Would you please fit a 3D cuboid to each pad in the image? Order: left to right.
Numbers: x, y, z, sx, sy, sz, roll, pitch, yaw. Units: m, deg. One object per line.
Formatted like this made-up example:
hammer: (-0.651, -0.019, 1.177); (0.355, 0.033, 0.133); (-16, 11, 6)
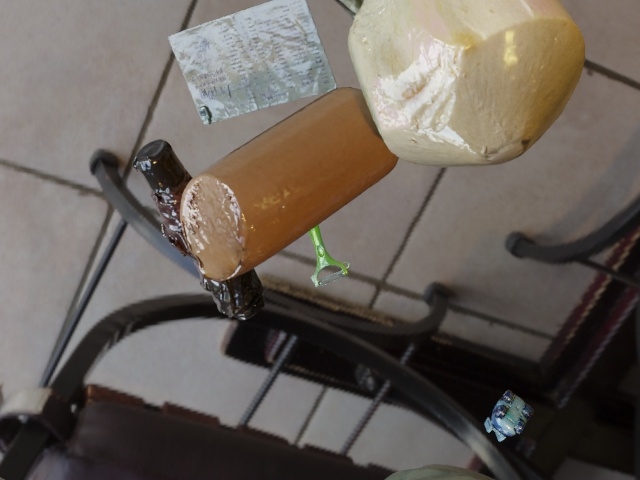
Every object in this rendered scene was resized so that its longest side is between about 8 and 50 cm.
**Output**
pad: (-0.112, -0.282, 1.524); (0.265, 0.009, 0.159); (-11, 111, 30)

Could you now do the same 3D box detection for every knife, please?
knife: (-0.001, 0.000, 1.799); (0.078, 0.166, 0.022); (-22, 162, 11)

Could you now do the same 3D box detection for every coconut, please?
coconut: (0.146, -0.177, 0.967); (0.241, 0.241, 0.241); (-5, 119, -9)

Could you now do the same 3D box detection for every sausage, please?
sausage: (-0.037, -0.065, 1.056); (0.253, 0.123, 0.123); (-37, 127, -33)

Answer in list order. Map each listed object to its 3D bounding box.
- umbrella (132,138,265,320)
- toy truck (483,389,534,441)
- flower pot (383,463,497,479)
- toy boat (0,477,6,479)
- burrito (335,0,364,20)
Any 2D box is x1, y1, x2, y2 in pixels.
umbrella: (-0.169, -0.008, 1.346); (0.094, 0.090, 0.326); (-8, 132, 25)
toy truck: (0.298, 0.294, 1.574); (0.056, 0.073, 0.090); (40, 137, 3)
flower pot: (0.089, 0.258, 0.700); (0.235, 0.140, 0.235); (16, 134, 18)
toy boat: (-0.388, 0.259, 0.947); (0.293, 0.276, 0.111); (29, 95, 6)
burrito: (0.023, -0.352, 1.341); (0.171, 0.051, 0.042); (38, 117, -13)
